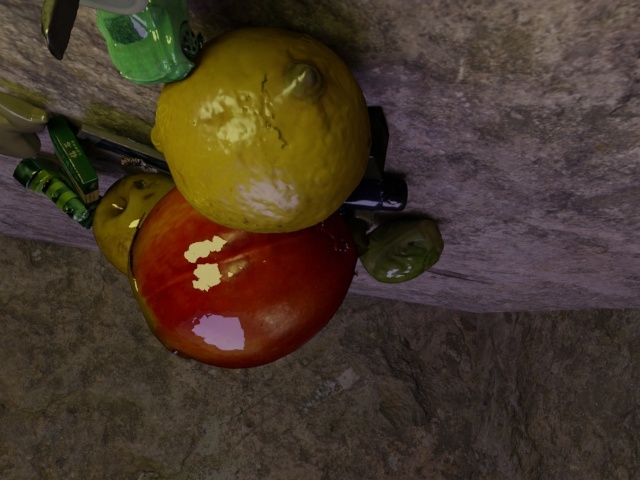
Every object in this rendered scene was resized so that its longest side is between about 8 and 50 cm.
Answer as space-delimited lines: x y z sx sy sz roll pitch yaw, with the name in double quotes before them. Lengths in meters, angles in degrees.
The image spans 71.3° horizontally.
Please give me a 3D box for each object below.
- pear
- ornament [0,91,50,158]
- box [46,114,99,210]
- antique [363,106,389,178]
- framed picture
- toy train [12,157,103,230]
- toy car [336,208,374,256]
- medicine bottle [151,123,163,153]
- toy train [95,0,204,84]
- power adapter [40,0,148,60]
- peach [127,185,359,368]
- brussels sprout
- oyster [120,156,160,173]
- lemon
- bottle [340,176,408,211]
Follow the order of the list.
"pear" -0.380 -0.031 1.039 0.280 0.281 0.281 7 167 2
"ornament" -0.575 -0.211 0.785 0.244 0.062 0.230 13 165 -8
"box" -0.493 -0.146 0.899 0.034 0.132 0.235 -32 -173 -26
"antique" -0.011 -0.150 0.692 0.220 0.082 0.080 4 165 19
"framed picture" -0.323 -0.158 0.871 0.281 0.019 0.208 19 175 -31
"toy train" -0.596 -0.106 1.044 0.200 0.083 0.132 38 -174 6
"toy car" 0.000 0.000 1.076 0.247 0.199 0.204 4 166 5
"medicine bottle" -0.174 -0.151 0.817 0.094 0.064 0.260 15 179 45
"toy train" -0.166 -0.220 0.397 0.099 0.149 0.081 3 -166 24
"power adapter" -0.161 -0.203 0.253 0.129 0.205 0.125 9 167 -13
"peach" -0.120 0.038 0.763 0.369 0.371 0.370 7 167 2
"brussels sprout" 0.209 0.029 1.166 0.222 0.162 0.223 -8 172 -1
"oyster" -0.352 -0.145 0.863 0.054 0.019 0.083 15 176 23
"lemon" -0.068 -0.122 0.514 0.253 0.229 0.228 11 172 38
"bottle" 0.049 -0.100 0.888 0.244 0.072 0.082 6 -165 3
